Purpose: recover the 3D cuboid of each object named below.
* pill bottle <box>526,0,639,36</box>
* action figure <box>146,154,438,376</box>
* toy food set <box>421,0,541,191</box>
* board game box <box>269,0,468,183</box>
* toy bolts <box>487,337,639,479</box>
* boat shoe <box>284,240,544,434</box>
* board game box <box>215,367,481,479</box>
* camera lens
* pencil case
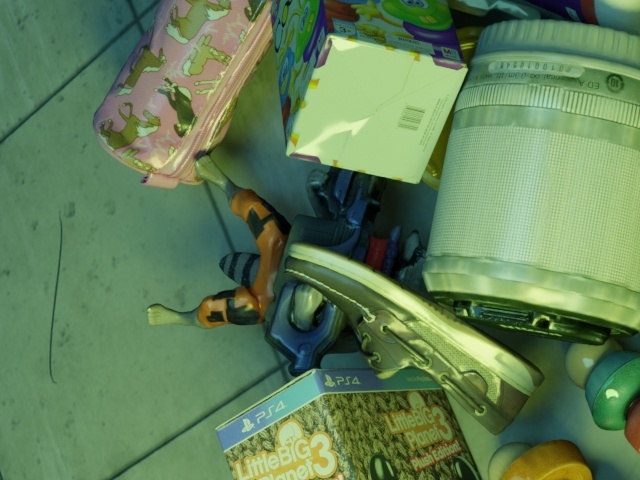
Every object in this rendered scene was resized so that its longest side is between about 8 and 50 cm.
[{"bbox_3d":[0.220,-0.327,1.429,0.323,0.181,0.182,30,105,33],"label":"pill bottle"},{"bbox_3d":[0.000,0.000,1.620,0.330,0.178,0.341,15,71,29],"label":"action figure"},{"bbox_3d":[0.165,-0.154,1.536,0.128,0.071,0.218,11,96,12],"label":"toy food set"},{"bbox_3d":[0.040,-0.206,1.472,0.275,0.142,0.144,-97,23,-51],"label":"board game box"},{"bbox_3d":[0.235,0.186,1.392,0.228,0.218,0.158,-47,45,3],"label":"toy bolts"},{"bbox_3d":[0.082,0.097,1.441,0.285,0.103,0.092,29,88,-2],"label":"boat shoe"},{"bbox_3d":[0.060,0.288,1.475,0.141,0.232,0.291,-33,69,29],"label":"board game box"},{"bbox_3d":[0.223,-0.048,1.372,0.219,0.219,0.274,7,84,36],"label":"camera lens"},{"bbox_3d":[-0.119,-0.246,1.690,0.160,0.167,0.386,33,109,-2],"label":"pencil case"}]
